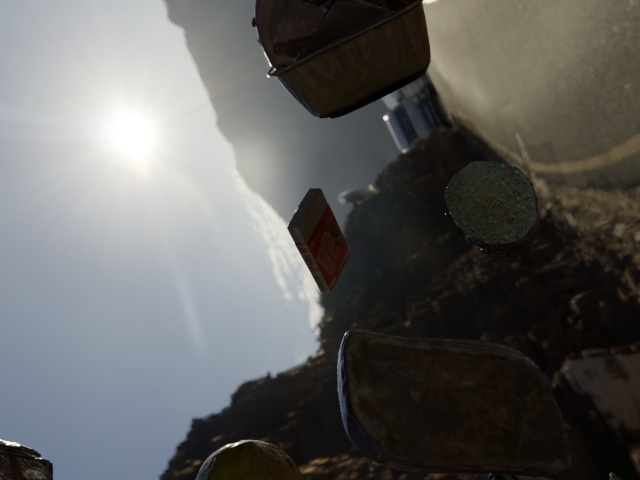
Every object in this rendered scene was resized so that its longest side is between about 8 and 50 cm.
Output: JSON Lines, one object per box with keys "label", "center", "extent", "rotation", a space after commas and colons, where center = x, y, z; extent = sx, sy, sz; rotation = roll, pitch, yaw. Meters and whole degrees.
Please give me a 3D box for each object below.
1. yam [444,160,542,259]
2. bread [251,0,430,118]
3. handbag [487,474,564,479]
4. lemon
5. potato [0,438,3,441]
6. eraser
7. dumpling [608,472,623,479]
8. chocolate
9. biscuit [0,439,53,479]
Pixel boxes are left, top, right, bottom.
{"label": "yam", "center": [0.484, -0.069, 2.228], "extent": [0.240, 0.241, 0.348], "rotation": [68, -168, 18]}
{"label": "bread", "center": [0.023, -0.275, 1.012], "extent": [0.211, 0.224, 0.142], "rotation": [59, -162, -23]}
{"label": "handbag", "center": [0.354, 0.423, 1.208], "extent": [0.239, 0.089, 0.326], "rotation": [32, -177, 21]}
{"label": "lemon", "center": [-0.157, 0.597, 1.781], "extent": [0.285, 0.286, 0.316], "rotation": [62, -163, -17]}
{"label": "potato", "center": [-0.603, 0.415, 1.433], "extent": [0.091, 0.070, 0.137], "rotation": [50, -136, -34]}
{"label": "eraser", "center": [0.000, 0.000, 2.070], "extent": [0.157, 0.038, 0.230], "rotation": [-62, -42, -39]}
{"label": "dumpling", "center": [0.735, 0.651, 1.917], "extent": [0.136, 0.118, 0.199], "rotation": [54, -157, -39]}
{"label": "chocolate", "center": [0.132, 0.188, 0.879], "extent": [0.080, 0.254, 0.156], "rotation": [116, 156, -44]}
{"label": "biscuit", "center": [-0.399, 0.367, 1.072], "extent": [0.151, 0.063, 0.235], "rotation": [38, -154, -55]}
